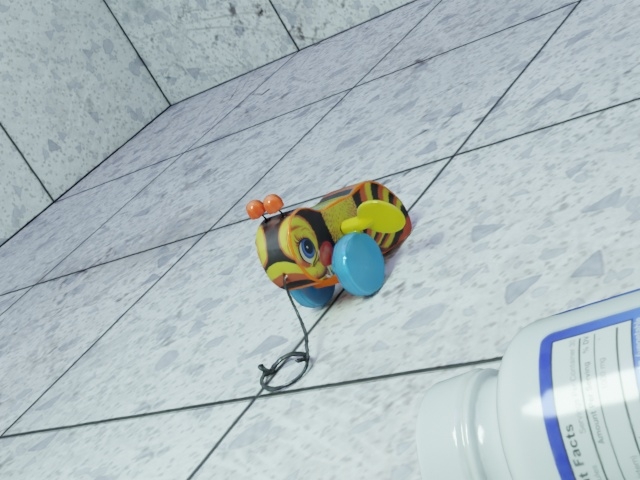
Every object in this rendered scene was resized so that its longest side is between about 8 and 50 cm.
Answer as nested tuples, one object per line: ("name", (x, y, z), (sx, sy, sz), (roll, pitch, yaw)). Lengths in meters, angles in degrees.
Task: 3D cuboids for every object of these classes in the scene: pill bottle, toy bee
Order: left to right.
("toy bee", (0.000, 0.000, 1.300), (0.195, 0.162, 0.298), (-23, 19, 19))
("pill bottle", (0.199, 0.103, 0.695), (0.272, 0.152, 0.152), (-22, 20, 31))
